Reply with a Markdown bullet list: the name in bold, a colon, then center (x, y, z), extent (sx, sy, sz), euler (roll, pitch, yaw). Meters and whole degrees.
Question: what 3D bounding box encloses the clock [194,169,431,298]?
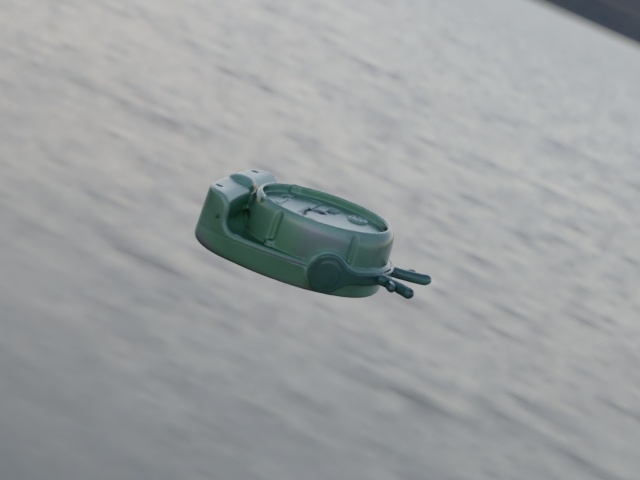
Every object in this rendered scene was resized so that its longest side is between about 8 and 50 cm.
- **clock**: center (0.000, 0.000, 1.696), extent (0.211, 0.066, 0.159), euler (21, 14, 10)
